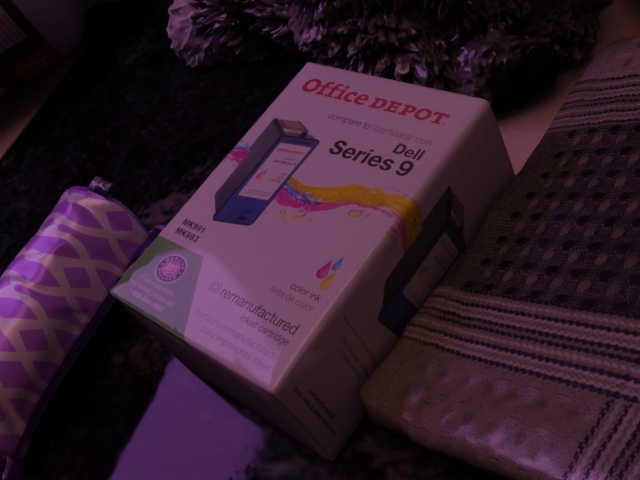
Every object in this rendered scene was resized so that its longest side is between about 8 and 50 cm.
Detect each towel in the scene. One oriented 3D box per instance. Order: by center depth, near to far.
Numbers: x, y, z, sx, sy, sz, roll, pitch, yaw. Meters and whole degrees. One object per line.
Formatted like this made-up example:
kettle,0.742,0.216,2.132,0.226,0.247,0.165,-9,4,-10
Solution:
towel,0.198,-0.002,0.359,0.312,0.056,0.324,-52,27,-17

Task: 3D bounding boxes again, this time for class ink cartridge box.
ink cartridge box,0.000,0.000,0.496,0.154,0.093,0.212,24,66,39

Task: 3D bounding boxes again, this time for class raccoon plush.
raccoon plush,0.005,-0.240,0.542,0.446,0.299,0.216,-6,52,24

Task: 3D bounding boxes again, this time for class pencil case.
pencil case,-0.192,0.059,0.559,0.088,0.086,0.206,24,67,9

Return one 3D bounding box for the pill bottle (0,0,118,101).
pill bottle,-0.377,-0.238,0.803,0.363,0.210,0.210,-35,46,-2
